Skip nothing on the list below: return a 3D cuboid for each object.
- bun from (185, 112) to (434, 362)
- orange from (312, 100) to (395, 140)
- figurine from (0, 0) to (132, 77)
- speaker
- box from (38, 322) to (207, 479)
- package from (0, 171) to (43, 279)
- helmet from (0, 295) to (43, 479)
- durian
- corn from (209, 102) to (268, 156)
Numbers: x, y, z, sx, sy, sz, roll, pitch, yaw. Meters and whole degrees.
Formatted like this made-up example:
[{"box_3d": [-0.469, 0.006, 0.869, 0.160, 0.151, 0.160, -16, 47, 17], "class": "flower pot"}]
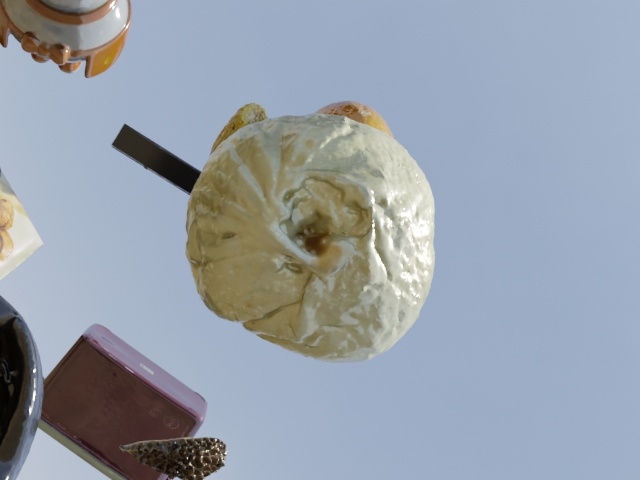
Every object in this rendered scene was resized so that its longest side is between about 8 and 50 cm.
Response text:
[{"box_3d": [0.000, 0.000, 1.431, 0.227, 0.349, 0.352, -171, -115, -78], "class": "bun"}, {"box_3d": [0.041, -0.145, 1.799, 0.178, 0.155, 0.177, -2, -94, 37], "class": "orange"}, {"box_3d": [-0.252, -0.246, 1.054, 0.143, 0.143, 0.271, 69, -15, 1], "class": "figurine"}, {"box_3d": [-0.257, -0.124, 1.783, 0.191, 0.046, 0.040, 33, -5, -15], "class": "speaker"}, {"box_3d": [-0.332, 0.277, 1.773, 0.294, 0.167, 0.193, 36, 2, -5], "class": "box"}, {"box_3d": [-0.648, -0.065, 1.824, 0.311, 0.165, 0.221, 62, 22, -16], "class": "package"}, {"box_3d": [-0.303, 0.135, 0.727, 0.198, 0.253, 0.154, 32, -21, 1], "class": "helmet"}, {"box_3d": [-0.159, 0.235, 1.209, 0.066, 0.130, 0.052, 45, -56, 56], "class": "durian"}, {"box_3d": [-0.138, -0.166, 1.788, 0.067, 0.067, 0.206, 64, -26, 11], "class": "corn"}]
